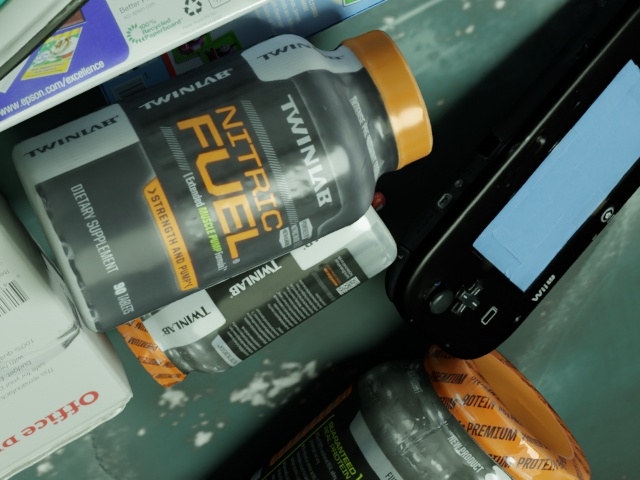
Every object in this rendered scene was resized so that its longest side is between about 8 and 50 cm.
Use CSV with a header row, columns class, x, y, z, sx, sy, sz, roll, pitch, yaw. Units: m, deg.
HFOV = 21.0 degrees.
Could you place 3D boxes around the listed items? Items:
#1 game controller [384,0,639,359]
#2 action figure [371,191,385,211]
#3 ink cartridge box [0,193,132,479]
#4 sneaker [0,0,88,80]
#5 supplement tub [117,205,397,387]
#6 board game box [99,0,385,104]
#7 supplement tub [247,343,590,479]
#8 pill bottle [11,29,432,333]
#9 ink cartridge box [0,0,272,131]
class,x,y,z,sx,sy,sz,roll,pitch,yaw
game controller,0.179,-0.052,1.269,0.319,0.067,0.166,-49,135,2
action figure,0.000,0.000,1.275,0.115,0.038,0.030,-37,116,8
ink cartridge box,-0.245,0.063,1.151,0.159,0.092,0.218,-30,137,-2
sneaker,-0.254,-0.123,0.879,0.295,0.124,0.178,-39,100,12
supplement tub,-0.052,0.014,1.198,0.190,0.117,0.117,-33,138,1
board game box,-0.060,-0.177,1.068,0.211,0.039,0.160,-26,138,-4
supplement tub,0.042,0.241,1.403,0.338,0.207,0.207,-43,137,14
pill bottle,-0.056,-0.047,1.073,0.246,0.130,0.130,-24,138,-9
ink cartridge box,-0.148,-0.192,0.965,0.206,0.045,0.208,-26,104,-5
